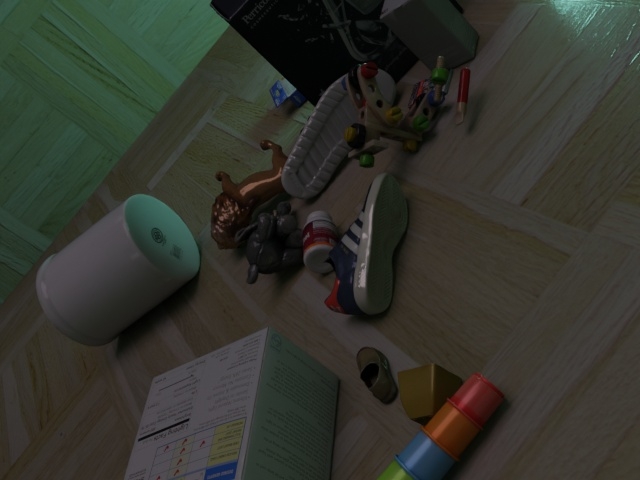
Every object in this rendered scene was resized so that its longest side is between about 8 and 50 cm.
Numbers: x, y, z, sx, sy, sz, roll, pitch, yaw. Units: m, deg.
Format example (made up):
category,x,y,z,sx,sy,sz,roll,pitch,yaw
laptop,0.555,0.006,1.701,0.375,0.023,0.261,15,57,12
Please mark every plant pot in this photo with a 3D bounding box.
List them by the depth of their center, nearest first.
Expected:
category,x,y,z,sx,sy,sz,roll,pitch,yaw
plant pot,0.184,0.266,1.264,0.081,0.081,0.083,-23,49,38

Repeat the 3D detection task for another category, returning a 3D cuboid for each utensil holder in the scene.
category,x,y,z,sx,sy,sz,roll,pitch,yaw
utensil holder,-0.608,0.086,2.265,0.385,0.327,0.328,-35,33,22

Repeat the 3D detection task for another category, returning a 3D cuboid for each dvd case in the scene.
category,x,y,z,sx,sy,sz,roll,pitch,yaw
dvd case,0.281,-0.389,1.921,0.119,0.013,0.087,-18,43,44

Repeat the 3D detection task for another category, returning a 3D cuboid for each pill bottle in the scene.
category,x,y,z,sx,sy,sz,roll,pitch,yaw
pill bottle,0.000,0.000,1.790,0.086,0.086,0.152,-35,32,24

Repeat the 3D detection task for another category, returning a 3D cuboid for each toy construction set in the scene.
category,x,y,z,sx,sy,sz,roll,pitch,yaw
toy construction set,0.194,-0.276,1.756,0.308,0.257,0.237,-6,68,37

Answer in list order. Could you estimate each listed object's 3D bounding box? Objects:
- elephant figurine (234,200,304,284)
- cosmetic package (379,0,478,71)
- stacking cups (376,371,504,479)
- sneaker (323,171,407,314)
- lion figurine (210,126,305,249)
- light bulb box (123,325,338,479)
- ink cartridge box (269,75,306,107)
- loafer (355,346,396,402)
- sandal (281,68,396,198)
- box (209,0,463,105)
category,x,y,z,sx,sy,sz,roll,pitch,yaw
elephant figurine,-0.131,-0.002,1.934,0.239,0.186,0.170,-155,60,-70
cosmetic package,0.273,-0.536,1.870,0.127,0.238,0.107,-18,43,42
stacking cups,0.173,0.351,1.181,0.316,0.096,0.096,-47,30,-1
sneaker,0.087,0.004,1.624,0.148,0.131,0.350,-15,45,38
lion figurine,-0.165,-0.151,2.130,0.392,0.142,0.240,-39,39,11
light bulb box,-0.175,0.413,1.426,0.358,0.225,0.361,-27,38,33
ink cartridge box,-0.033,-0.562,2.481,0.311,0.065,0.186,-41,31,11
loafer,0.100,0.245,1.421,0.056,0.050,0.148,-46,30,7
sandal,0.033,-0.299,2.024,0.416,0.169,0.102,-49,10,1
box,0.041,-0.647,2.070,0.480,0.471,0.297,-46,30,7
